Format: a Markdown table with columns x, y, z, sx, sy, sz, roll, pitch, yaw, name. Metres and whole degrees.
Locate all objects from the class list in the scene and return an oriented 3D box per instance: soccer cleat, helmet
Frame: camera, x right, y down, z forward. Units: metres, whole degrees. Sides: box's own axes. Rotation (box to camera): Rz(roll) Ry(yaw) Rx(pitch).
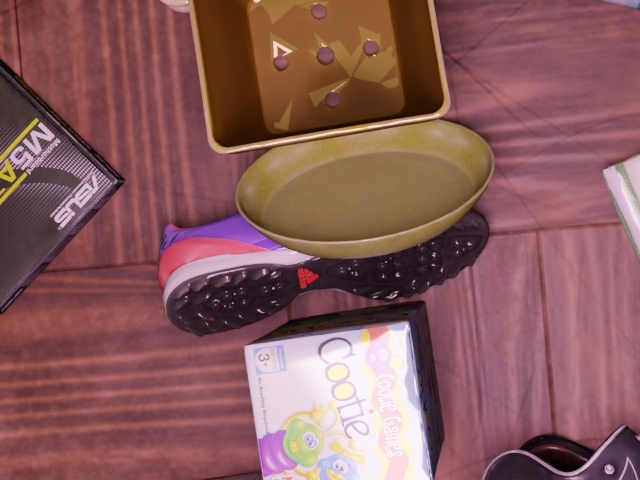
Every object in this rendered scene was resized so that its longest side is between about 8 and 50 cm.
| x | y | z | sx | sy | sz | roll | pitch | yaw | name |
| --- | --- | --- | --- | --- | --- | --- | --- | --- | --- |
| 0.000 | 0.000 | 1.619 | 0.318 | 0.108 | 0.116 | -13 | 46 | -5 | soccer cleat |
| 0.239 | 0.250 | 1.565 | 0.161 | 0.169 | 0.169 | 5 | 92 | 22 | helmet |

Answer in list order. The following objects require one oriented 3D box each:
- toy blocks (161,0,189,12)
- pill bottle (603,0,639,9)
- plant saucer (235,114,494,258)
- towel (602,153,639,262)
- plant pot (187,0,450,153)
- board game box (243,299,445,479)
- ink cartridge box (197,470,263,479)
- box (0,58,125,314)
| x | y | z | sx | sy | sz | roll | pitch | yaw | name |
| --- | --- | --- | --- | --- | --- | --- | --- | --- | --- |
| -0.172 | -0.262 | 1.603 | 0.123 | 0.148 | 0.054 | 23 | 94 | 6 | toy blocks |
| 0.390 | -0.264 | 1.542 | 0.264 | 0.146 | 0.146 | 12 | 93 | 6 | pill bottle |
| 0.042 | -0.045 | 1.561 | 0.241 | 0.241 | 0.037 | -6 | 119 | 6 | plant saucer |
| 0.459 | -0.026 | 1.597 | 0.325 | 0.038 | 0.248 | -24 | 90 | 5 | towel |
| -0.001 | -0.186 | 1.558 | 0.212 | 0.187 | 0.212 | -9 | 84 | 3 | plant pot |
| 0.029 | 0.141 | 1.527 | 0.142 | 0.275 | 0.144 | -8 | 90 | 6 | board game box |
| -0.095 | 0.278 | 1.603 | 0.218 | 0.158 | 0.092 | -7 | 91 | 7 | ink cartridge box |
| -0.323 | -0.054 | 1.678 | 0.184 | 0.045 | 0.190 | 45 | 96 | 6 | box |
